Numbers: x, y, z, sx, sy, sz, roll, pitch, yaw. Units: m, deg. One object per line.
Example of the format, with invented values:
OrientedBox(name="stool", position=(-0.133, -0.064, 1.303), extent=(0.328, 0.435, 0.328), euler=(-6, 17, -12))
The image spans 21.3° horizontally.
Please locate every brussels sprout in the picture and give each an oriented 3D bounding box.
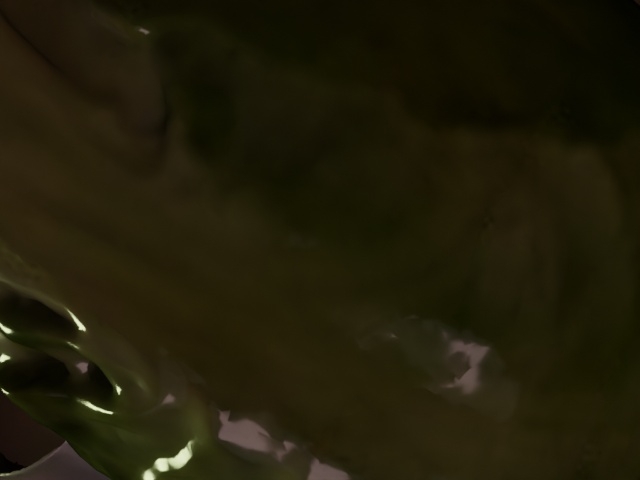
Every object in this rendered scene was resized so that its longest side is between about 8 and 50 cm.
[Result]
OrientedBox(name="brussels sprout", position=(0.000, 0.000, 0.515), extent=(0.271, 0.210, 0.219), euler=(23, 177, -23))

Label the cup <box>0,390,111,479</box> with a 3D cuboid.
OrientedBox(name="cup", position=(-0.033, 0.091, 0.856), extent=(0.203, 0.203, 0.288), euler=(-14, 150, 40))
